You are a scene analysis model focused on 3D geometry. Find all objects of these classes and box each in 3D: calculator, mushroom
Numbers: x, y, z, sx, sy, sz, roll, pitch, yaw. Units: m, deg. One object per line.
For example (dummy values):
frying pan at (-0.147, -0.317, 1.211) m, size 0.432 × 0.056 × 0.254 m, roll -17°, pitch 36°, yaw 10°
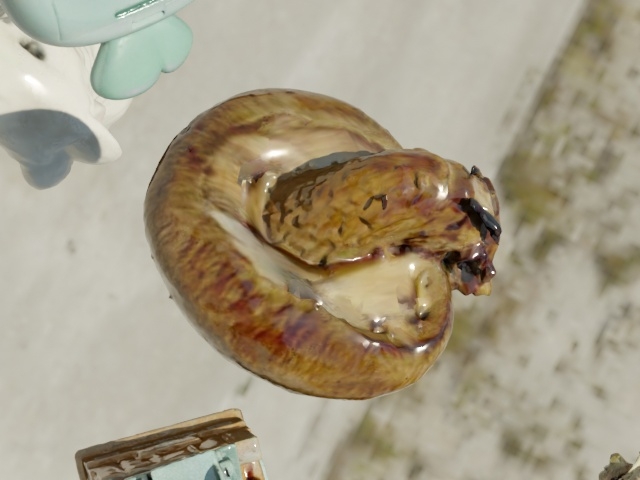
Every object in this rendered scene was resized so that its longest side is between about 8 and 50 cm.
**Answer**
calculator at (-0.144, -0.233, 1.286) m, size 0.185 × 0.041 × 0.298 m, roll -26°, pitch 120°, yaw -25°
mushroom at (0.008, 0.006, 1.584) m, size 0.195 × 0.283 × 0.263 m, roll 77°, pitch 14°, yaw -56°

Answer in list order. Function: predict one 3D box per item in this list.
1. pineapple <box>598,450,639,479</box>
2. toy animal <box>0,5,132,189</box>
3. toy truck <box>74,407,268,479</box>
pineapple at (0.410, 0.407, 2.314) m, size 0.352 × 0.352 × 0.300 m, roll -64°, pitch 156°, yaw 1°
toy animal at (-0.285, -0.162, 2.001) m, size 0.357 × 0.194 × 0.257 m, roll -89°, pitch 168°, yaw -69°
toy truck at (-0.061, 0.296, 1.300) m, size 0.184 × 0.133 × 0.338 m, roll -175°, pitch -109°, yaw -76°
